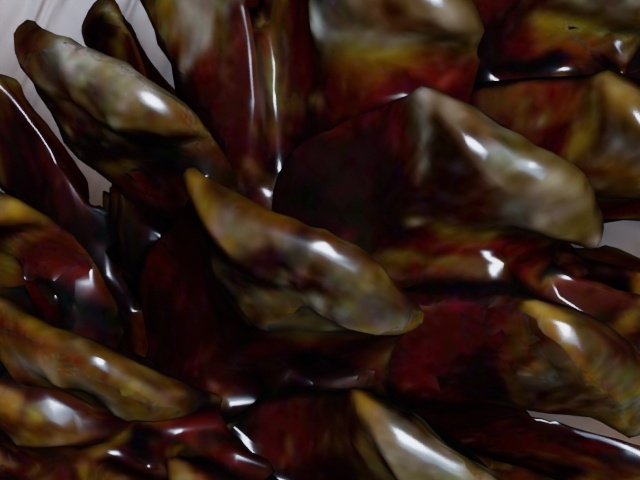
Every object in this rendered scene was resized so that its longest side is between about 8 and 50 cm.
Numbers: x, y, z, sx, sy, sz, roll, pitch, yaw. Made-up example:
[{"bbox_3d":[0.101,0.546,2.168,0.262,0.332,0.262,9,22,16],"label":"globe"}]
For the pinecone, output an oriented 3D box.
[{"bbox_3d":[0.000,0.000,0.478,0.244,0.244,0.309,36,78,-7],"label":"pinecone"}]
